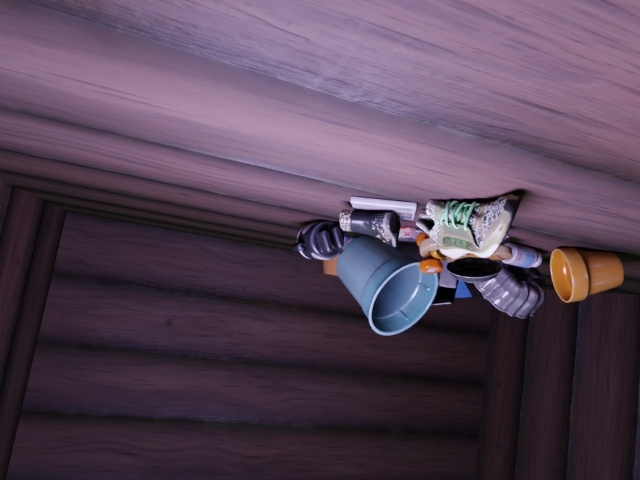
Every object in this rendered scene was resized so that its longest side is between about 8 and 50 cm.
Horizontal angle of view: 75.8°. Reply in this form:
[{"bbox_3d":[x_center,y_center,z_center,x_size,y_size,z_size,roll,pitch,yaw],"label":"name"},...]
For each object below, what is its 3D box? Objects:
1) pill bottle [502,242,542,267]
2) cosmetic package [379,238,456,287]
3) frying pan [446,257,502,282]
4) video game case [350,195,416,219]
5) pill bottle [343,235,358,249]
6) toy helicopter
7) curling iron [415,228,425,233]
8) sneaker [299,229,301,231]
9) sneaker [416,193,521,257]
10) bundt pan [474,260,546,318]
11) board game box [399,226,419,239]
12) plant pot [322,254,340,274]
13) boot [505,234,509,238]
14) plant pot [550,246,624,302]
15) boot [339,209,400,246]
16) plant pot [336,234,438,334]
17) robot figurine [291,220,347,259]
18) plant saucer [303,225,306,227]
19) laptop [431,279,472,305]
[{"bbox_3d":[0.817,0.064,1.671,0.160,0.087,0.087,12,172,-23],"label":"pill bottle"},{"bbox_3d":[0.428,0.093,1.896,0.156,0.217,0.385,14,169,-42],"label":"cosmetic package"},{"bbox_3d":[0.601,0.089,1.611,0.197,0.053,0.326,-1,-161,21],"label":"frying pan"},{"bbox_3d":[0.206,-0.104,1.334,0.201,0.023,0.183,6,173,11],"label":"video game case"},{"bbox_3d":[0.143,0.014,2.153,0.137,0.078,0.078,8,173,2],"label":"pill bottle"},{"bbox_3d":[0.536,0.025,1.484,0.355,0.140,0.235,5,155,-10],"label":"toy helicopter"},{"bbox_3d":[0.501,-0.021,1.575,0.274,0.035,0.068,5,169,26],"label":"curling iron"},{"bbox_3d":[-0.076,-0.029,2.219,0.071,0.066,0.188,-8,180,-4],"label":"sneaker"},{"bbox_3d":[0.380,-0.050,1.137,0.182,0.158,0.410,27,167,-4],"label":"sneaker"},{"bbox_3d":[0.808,0.158,1.733,0.330,0.331,0.124,11,134,-20],"label":"bundt pan"},{"bbox_3d":[0.349,-0.020,1.742,0.146,0.045,0.193,14,171,-40],"label":"board game box"},{"bbox_3d":[0.130,0.122,2.555,0.290,0.204,0.291,10,173,1],"label":"plant pot"},{"bbox_3d":[0.566,-0.036,1.348,0.087,0.042,0.118,-17,135,27],"label":"boot"},{"bbox_3d":[0.999,0.120,1.538,0.188,0.205,0.205,-8,170,10],"label":"plant pot"},{"bbox_3d":[0.174,-0.046,1.399,0.178,0.085,0.236,8,167,20],"label":"boot"},{"bbox_3d":[0.255,0.158,1.736,0.341,0.341,0.334,14,-160,-37],"label":"plant pot"},{"bbox_3d":[-0.002,-0.002,1.841,0.209,0.174,0.278,24,168,-22],"label":"robot figurine"},{"bbox_3d":[0.005,-0.039,2.070,0.195,0.037,0.195,9,173,1],"label":"plant saucer"},{"bbox_3d":[0.505,0.300,2.003,0.382,0.236,0.408,-11,-160,29],"label":"laptop"}]
